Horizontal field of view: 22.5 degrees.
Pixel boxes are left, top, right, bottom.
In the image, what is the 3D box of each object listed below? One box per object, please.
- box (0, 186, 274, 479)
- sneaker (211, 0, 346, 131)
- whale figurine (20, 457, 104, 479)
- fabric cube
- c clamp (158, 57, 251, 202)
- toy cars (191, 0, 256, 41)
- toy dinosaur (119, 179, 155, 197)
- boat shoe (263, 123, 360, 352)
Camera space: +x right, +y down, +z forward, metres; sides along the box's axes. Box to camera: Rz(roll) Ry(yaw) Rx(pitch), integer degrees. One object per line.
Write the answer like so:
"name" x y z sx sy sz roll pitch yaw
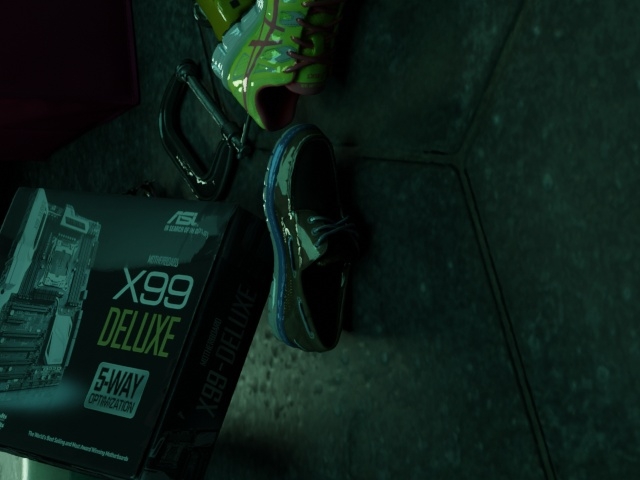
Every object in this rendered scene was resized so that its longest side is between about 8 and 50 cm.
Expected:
"box" -0.193 0.082 1.409 0.307 0.076 0.242 6 71 44
"sneaker" -0.012 -0.166 1.277 0.094 0.081 0.208 64 146 23
"whale figurine" -0.215 0.283 1.556 0.272 0.141 0.216 94 171 -49
"fabric cube" -0.364 -0.231 1.636 0.259 0.258 0.254 -21 74 54
"c clamp" -0.104 -0.109 1.461 0.161 0.022 0.137 48 133 43
"toy cars" -0.142 -0.313 1.447 0.394 0.087 0.176 47 163 48
"toy dinosaur" -0.156 -0.016 1.538 0.047 0.090 0.082 -21 98 21
"boat shoe" 0.000 0.000 1.270 0.066 0.066 0.183 19 116 50
